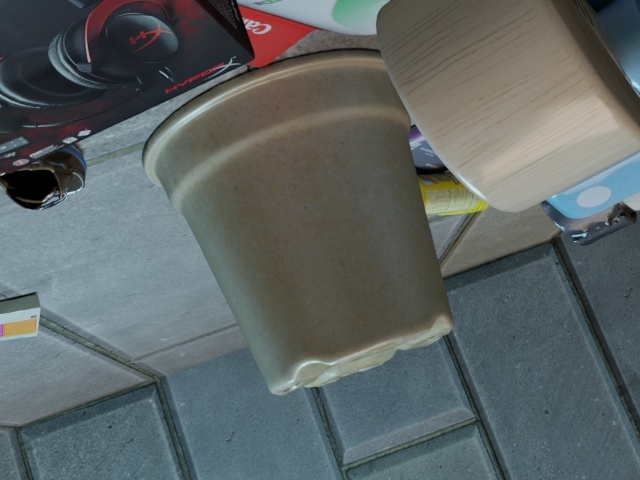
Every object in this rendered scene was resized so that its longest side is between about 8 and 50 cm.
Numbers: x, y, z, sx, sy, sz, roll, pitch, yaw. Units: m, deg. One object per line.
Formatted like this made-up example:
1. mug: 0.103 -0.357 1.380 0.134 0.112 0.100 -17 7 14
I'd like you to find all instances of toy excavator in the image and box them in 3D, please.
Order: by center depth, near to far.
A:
1. toy excavator: 0.180 -0.147 0.611 0.222 0.432 0.445 -31 138 31

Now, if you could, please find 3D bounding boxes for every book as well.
1. book: -0.502 0.128 1.365 0.096 0.035 0.144 -11 164 -25

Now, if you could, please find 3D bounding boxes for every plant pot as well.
1. plant pot: 0.000 0.000 0.989 0.334 0.305 0.334 -19 167 -5

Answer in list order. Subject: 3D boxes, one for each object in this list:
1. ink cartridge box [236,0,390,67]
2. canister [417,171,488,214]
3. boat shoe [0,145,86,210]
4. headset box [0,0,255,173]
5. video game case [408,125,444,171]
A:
1. ink cartridge box: -0.022 -0.197 0.722 0.225 0.056 0.181 -31 163 33
2. canister: 0.183 -0.076 1.422 0.170 0.073 0.126 -7 -179 -40
3. boat shoe: -0.281 -0.064 0.834 0.066 0.066 0.183 -22 167 9
4. headset box: -0.197 -0.155 0.496 0.218 0.110 0.293 -22 167 11
5. video game case: 0.245 -0.179 1.248 0.274 0.026 0.196 -26 166 25
